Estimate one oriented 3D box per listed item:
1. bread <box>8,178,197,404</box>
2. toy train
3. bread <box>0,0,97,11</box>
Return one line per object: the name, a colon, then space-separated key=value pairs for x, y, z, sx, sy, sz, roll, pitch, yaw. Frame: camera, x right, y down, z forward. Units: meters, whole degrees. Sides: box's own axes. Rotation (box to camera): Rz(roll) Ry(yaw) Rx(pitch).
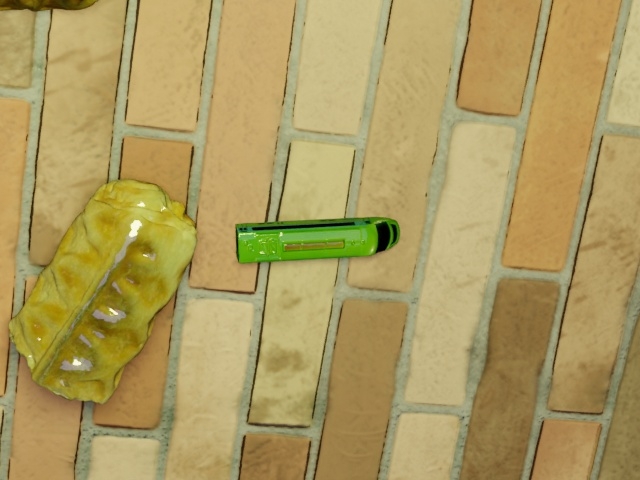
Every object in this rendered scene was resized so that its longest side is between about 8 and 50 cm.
bread: x=-0.255 y=0.052 z=1.665 sx=0.152 sy=0.130 sz=0.268 roll=30 pitch=100 yaw=-12
toy train: x=0.000 y=0.000 z=1.732 sx=0.209 sy=0.042 sz=0.044 roll=-3 pitch=110 yaw=-8
bread: x=-0.366 y=-0.303 z=1.548 sx=0.269 sy=0.087 sz=0.098 roll=-2 pitch=108 yaw=-8
